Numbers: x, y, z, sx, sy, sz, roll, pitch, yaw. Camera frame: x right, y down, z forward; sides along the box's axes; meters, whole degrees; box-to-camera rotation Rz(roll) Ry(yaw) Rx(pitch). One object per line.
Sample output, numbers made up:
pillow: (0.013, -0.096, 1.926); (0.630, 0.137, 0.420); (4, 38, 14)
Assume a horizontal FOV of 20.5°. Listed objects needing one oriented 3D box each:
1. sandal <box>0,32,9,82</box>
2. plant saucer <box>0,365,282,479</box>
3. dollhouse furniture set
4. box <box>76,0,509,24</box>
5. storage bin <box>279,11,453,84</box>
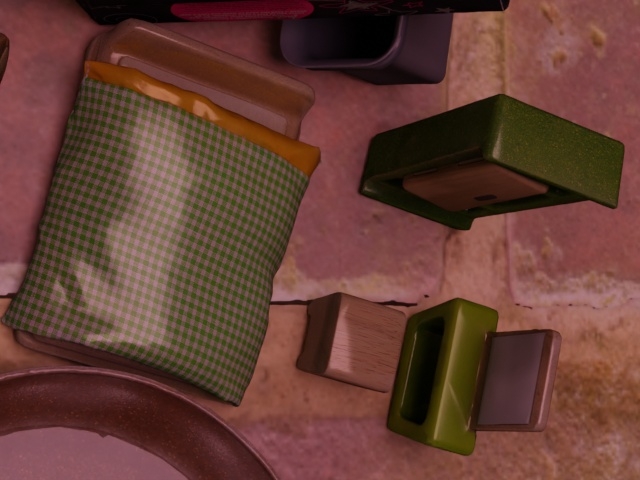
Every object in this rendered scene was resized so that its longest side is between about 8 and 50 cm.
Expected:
sandal: (-0.231, -0.052, 0.950); (0.049, 0.072, 0.180); (38, 71, 1)
plant saucer: (-0.143, 0.225, 0.966); (0.311, 0.050, 0.310); (4, 80, -26)
dollhouse furniture set: (0.000, 0.000, 1.023); (0.301, 0.151, 0.197); (18, 77, -28)
box: (-0.020, -0.207, 0.965); (0.247, 0.163, 0.142); (-2, 84, 4)
storage bin: (0.035, -0.158, 1.102); (0.091, 0.098, 0.135); (24, 71, -55)
